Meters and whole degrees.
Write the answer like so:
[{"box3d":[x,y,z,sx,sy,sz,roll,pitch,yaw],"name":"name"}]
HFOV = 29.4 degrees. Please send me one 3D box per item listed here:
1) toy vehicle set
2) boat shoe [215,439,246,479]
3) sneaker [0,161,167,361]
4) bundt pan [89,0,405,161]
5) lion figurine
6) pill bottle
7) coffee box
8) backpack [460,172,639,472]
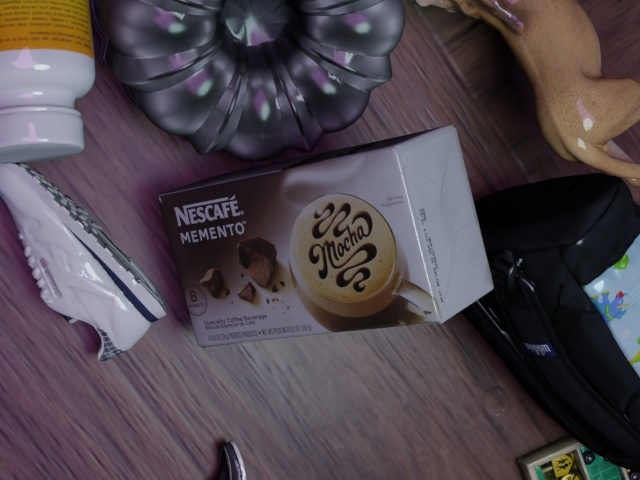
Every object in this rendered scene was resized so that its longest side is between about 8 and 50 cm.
[{"box3d":[0.351,0.350,1.448,0.166,0.035,0.267,-22,98,-12],"name":"toy vehicle set"},{"box3d":[-0.102,0.280,1.325,0.038,0.046,0.125,-7,103,-19],"name":"boat shoe"},{"box3d":[-0.264,0.018,1.250,0.095,0.090,0.235,-40,99,4],"name":"sneaker"},{"box3d":[-0.063,-0.219,1.203,0.330,0.124,0.331,-5,119,-9],"name":"bundt pan"},{"box3d":[0.246,-0.196,1.276,0.240,0.142,0.392,-8,55,-39],"name":"lion figurine"},{"box3d":[-0.290,-0.205,1.180,0.136,0.136,0.246,-5,84,-14],"name":"pill bottle"},{"box3d":[0.000,0.000,1.203,0.119,0.297,0.168,-25,103,-53],"name":"coffee box"},{"box3d":[0.311,0.096,1.303,0.273,0.290,0.356,-35,103,-27],"name":"backpack"}]
